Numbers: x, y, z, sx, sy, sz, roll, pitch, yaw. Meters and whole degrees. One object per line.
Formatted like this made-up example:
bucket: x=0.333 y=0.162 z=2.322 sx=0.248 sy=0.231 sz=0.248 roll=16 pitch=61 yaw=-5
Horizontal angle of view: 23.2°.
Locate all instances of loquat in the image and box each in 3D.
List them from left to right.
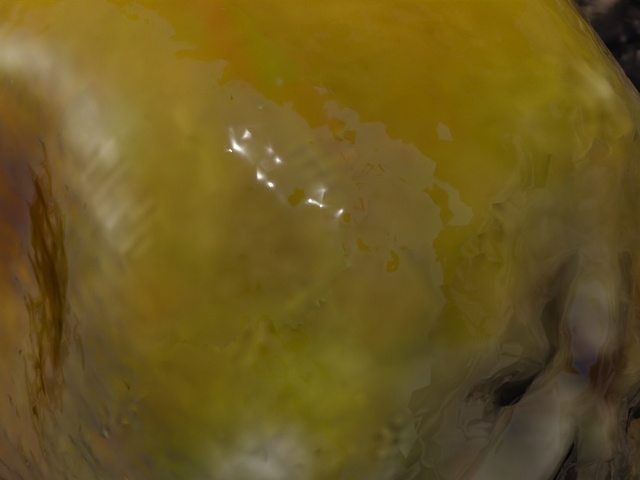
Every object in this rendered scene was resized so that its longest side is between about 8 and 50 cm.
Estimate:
loquat: x=0.000 y=0.000 z=0.542 sx=0.284 sy=0.276 sz=0.276 roll=32 pitch=110 yaw=46
